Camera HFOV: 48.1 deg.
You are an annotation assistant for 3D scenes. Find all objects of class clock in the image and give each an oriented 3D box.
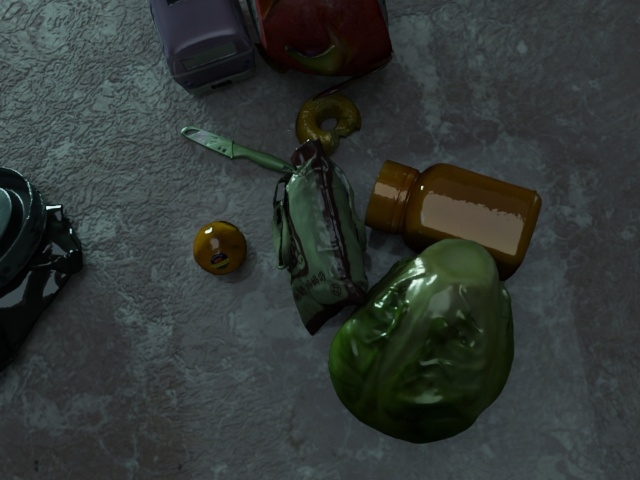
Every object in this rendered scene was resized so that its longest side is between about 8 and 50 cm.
[{"bbox_3d":[-0.523,-0.009,1.095,0.226,0.049,0.226,-11,54,16],"label":"clock"}]

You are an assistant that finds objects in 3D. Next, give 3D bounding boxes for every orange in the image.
[{"bbox_3d":[-0.150,0.012,1.077,0.083,0.083,0.084,-1,77,6],"label":"orange"}]

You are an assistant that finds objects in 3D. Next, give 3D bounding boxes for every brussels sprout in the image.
[{"bbox_3d":[0.141,0.132,0.937,0.219,0.210,0.271,29,120,17],"label":"brussels sprout"}]

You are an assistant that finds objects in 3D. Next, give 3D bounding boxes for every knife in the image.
[{"bbox_3d":[-0.131,-0.141,1.143,0.207,0.014,0.030,22,80,12],"label":"knife"}]

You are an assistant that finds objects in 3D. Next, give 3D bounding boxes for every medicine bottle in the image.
[{"bbox_3d":[0.183,-0.034,1.015,0.222,0.149,0.112,19,79,10],"label":"medicine bottle"}]

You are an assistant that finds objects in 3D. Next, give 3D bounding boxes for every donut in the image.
[{"bbox_3d":[0.008,-0.189,1.126,0.097,0.043,0.108,40,80,12],"label":"donut"}]

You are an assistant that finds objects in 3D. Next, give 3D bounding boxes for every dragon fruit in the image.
[{"bbox_3d":[-0.023,-0.358,1.047,0.189,0.290,0.291,-23,76,0],"label":"dragon fruit"}]

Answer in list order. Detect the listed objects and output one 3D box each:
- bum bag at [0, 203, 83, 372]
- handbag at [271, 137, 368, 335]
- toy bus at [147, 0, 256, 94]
[{"bbox_3d":[-0.475,0.088,1.092,0.142,0.080,0.326,27,81,21],"label":"bum bag"},{"bbox_3d":[0.000,0.000,1.003,0.127,0.213,0.235,-5,75,-15],"label":"handbag"},{"bbox_3d":[-0.191,-0.353,1.129,0.142,0.142,0.203,-20,76,2],"label":"toy bus"}]
